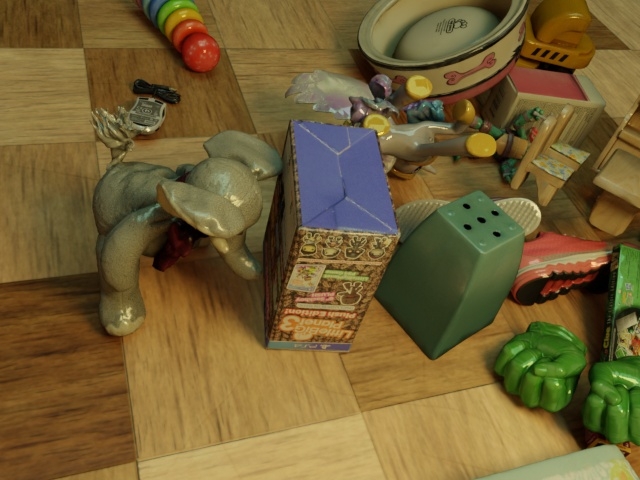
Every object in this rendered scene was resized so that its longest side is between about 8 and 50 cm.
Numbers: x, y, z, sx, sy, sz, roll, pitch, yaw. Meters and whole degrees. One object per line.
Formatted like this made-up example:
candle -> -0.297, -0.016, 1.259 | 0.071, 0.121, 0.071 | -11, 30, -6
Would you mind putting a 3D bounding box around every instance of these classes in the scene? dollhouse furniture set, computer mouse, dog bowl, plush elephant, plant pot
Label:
dollhouse furniture set -> 0.627, -0.168, 1.172 | 0.362, 0.256, 0.394 | 33, 35, 18
computer mouse -> -0.361, -0.272, 1.300 | 0.106, 0.042, 0.193 | 13, 41, -9
dog bowl -> 0.304, -0.493, 1.498 | 0.408, 0.150, 0.408 | -14, 46, 16
plush elephant -> -0.184, -0.036, 0.914 | 0.255, 0.330, 0.272 | 10, 36, 22
plant pot -> 0.224, 0.043, 1.034 | 0.165, 0.234, 0.166 | -23, 57, -31

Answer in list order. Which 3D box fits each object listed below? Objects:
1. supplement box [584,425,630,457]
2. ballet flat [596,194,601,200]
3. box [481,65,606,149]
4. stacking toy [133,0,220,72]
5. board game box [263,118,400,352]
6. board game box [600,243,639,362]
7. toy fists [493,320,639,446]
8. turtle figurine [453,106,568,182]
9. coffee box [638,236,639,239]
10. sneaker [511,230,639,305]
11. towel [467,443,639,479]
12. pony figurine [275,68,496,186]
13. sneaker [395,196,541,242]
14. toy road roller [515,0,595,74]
supplement box -> 0.456, 0.303, 0.989 | 0.055, 0.043, 0.083 | 16, 46, 2
ballet flat -> 0.660, -0.085, 1.394 | 0.213, 0.072, 0.068 | -29, 34, -35
box -> 0.536, -0.320, 1.505 | 0.232, 0.149, 0.127 | 4, 47, -12
stacking toy -> -0.341, -0.527, 1.483 | 0.141, 0.141, 0.330 | -17, 60, -28
board game box -> 0.000, 0.000, 0.973 | 0.141, 0.291, 0.232 | 5, 48, -12
board game box -> 0.569, 0.146, 1.091 | 0.136, 0.030, 0.260 | 17, 72, -4
toy fists -> 0.416, 0.221, 0.973 | 0.279, 0.096, 0.142 | 20, 45, 34
turtle figurine -> 0.430, -0.215, 1.411 | 0.234, 0.118, 0.175 | 11, 87, -3
coffee box -> 0.799, 0.018, 1.341 | 0.184, 0.040, 0.113 | 41, 51, 21
sneaker -> 0.487, 0.026, 1.202 | 0.313, 0.116, 0.136 | -6, 49, -20
towel -> 0.319, 0.451, 0.793 | 0.374, 0.090, 0.321 | -6, 53, -20
pony figurine -> 0.107, -0.188, 1.163 | 0.351, 0.363, 0.303 | 8, 83, -10
sneaker -> 0.281, -0.037, 1.235 | 0.282, 0.102, 0.161 | 0, 8, 9
toy road roller -> 0.568, -0.542, 1.652 | 0.329, 0.241, 0.202 | 13, 46, -3
